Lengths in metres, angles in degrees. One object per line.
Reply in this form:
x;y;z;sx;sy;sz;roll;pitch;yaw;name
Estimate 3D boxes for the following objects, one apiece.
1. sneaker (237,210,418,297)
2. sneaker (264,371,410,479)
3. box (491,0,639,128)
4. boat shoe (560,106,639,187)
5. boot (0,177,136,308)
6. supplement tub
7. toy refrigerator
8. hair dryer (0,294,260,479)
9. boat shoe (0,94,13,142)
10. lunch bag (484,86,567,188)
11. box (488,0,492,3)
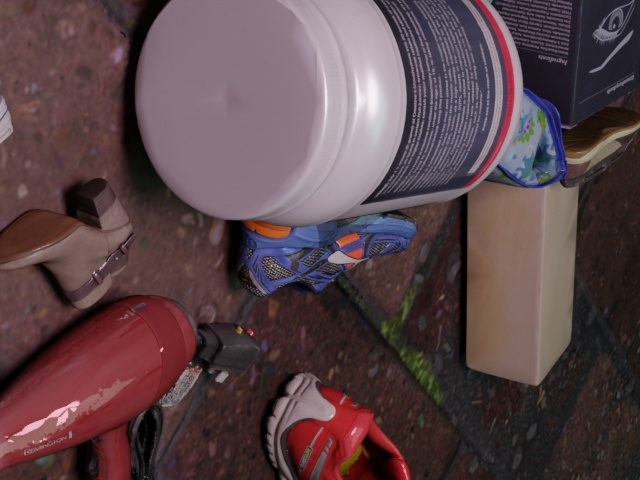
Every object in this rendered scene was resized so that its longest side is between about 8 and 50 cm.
0.000;0.000;1.265;0.221;0.083;0.087;-2;121;-50;sneaker
0.035;0.237;1.378;0.107;0.118;0.279;-55;144;-24;sneaker
0.246;-0.235;1.475;0.153;0.108;0.207;-29;128;-48;box
0.274;-0.094;1.477;0.152;0.056;0.049;-27;130;-46;boat shoe
-0.175;0.013;1.031;0.118;0.042;0.087;-37;142;-33;boot
0.013;-0.111;1.109;0.272;0.191;0.191;-11;114;-55;supplement tub
0.208;0.007;1.555;0.102;0.094;0.269;-42;138;-49;toy refrigerator
-0.147;0.149;1.099;0.293;0.080;0.224;24;85;-57;hair dryer
-0.228;-0.050;0.925;0.100;0.035;0.035;-55;142;-36;boat shoe
0.149;-0.100;1.378;0.151;0.129;0.096;32;78;-56;lunch bag
0.145;-0.298;1.337;0.244;0.060;0.100;-60;146;-17;box
